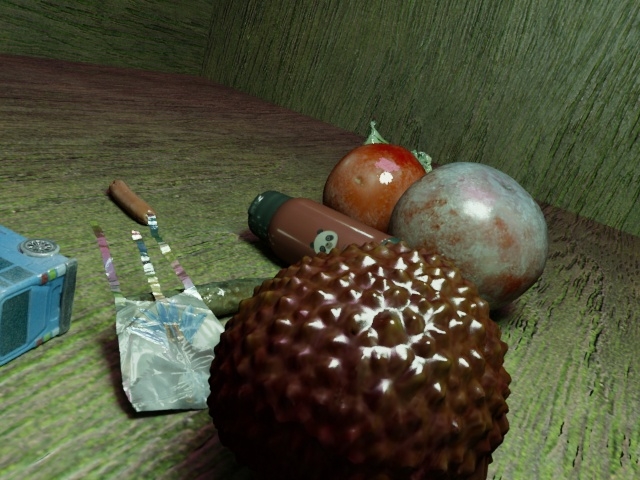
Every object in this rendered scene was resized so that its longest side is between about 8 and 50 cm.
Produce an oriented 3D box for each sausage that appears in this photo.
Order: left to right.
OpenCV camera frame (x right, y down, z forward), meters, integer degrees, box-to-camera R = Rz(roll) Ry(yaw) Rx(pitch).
[{"bbox_3d":[-0.393,-0.085,1.060,0.043,0.043,0.186,-4,29,-44],"label":"sausage"}]

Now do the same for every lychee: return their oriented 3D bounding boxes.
[{"bbox_3d":[0.033,0.141,0.503,0.276,0.304,0.276,42,-2,1],"label":"lychee"}]

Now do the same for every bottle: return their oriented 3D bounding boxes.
[{"bbox_3d":[0.000,0.000,0.991,0.336,0.144,0.144,29,24,30],"label":"bottle"}]

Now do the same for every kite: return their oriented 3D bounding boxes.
[{"bbox_3d":[-0.214,0.079,0.660,0.169,0.015,0.310,-8,53,-49],"label":"kite"}]

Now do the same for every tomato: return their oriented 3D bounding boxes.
[{"bbox_3d":[0.146,-0.116,1.260,0.265,0.264,0.265,14,21,-6],"label":"tomato"},{"bbox_3d":[0.293,-0.006,1.049,0.317,0.282,0.316,19,35,-14],"label":"tomato"}]

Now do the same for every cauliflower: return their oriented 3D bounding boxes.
[{"bbox_3d":[0.197,-0.231,1.574,0.315,0.239,0.256,57,6,-22],"label":"cauliflower"}]

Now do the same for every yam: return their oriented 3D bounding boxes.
[{"bbox_3d":[-0.162,0.089,0.766,0.061,0.061,0.274,32,25,35],"label":"yam"}]

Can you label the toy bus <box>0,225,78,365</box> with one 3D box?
[{"bbox_3d":[-0.426,0.039,0.611,0.234,0.116,0.133,23,25,12],"label":"toy bus"}]
